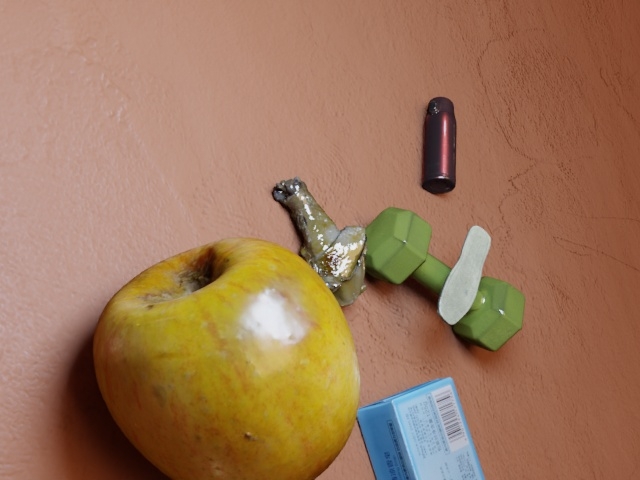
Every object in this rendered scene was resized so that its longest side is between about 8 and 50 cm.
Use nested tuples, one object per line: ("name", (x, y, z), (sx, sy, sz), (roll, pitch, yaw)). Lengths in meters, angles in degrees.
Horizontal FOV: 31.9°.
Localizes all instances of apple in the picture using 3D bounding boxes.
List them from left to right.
("apple", (-0.101, 0.151, 1.287), (0.299, 0.299, 0.275), (-53, 127, -43))

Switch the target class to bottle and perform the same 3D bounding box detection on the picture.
("bottle", (0.199, -0.163, 1.875), (0.060, 0.060, 0.164), (25, 57, -36))

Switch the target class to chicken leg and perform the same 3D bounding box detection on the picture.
("chicken leg", (0.007, 0.000, 1.608), (0.125, 0.080, 0.196), (-4, 76, -32))

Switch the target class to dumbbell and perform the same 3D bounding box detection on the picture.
("dumbbell", (0.191, 0.063, 1.736), (0.302, 0.121, 0.108), (34, 82, -31))

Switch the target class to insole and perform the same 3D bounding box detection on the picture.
("insole", (0.218, 0.052, 1.681), (0.063, 0.010, 0.192), (45, 49, -21))

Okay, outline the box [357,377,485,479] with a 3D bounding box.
("box", (0.155, 0.328, 1.612), (0.142, 0.083, 0.232), (-12, 84, -47))
